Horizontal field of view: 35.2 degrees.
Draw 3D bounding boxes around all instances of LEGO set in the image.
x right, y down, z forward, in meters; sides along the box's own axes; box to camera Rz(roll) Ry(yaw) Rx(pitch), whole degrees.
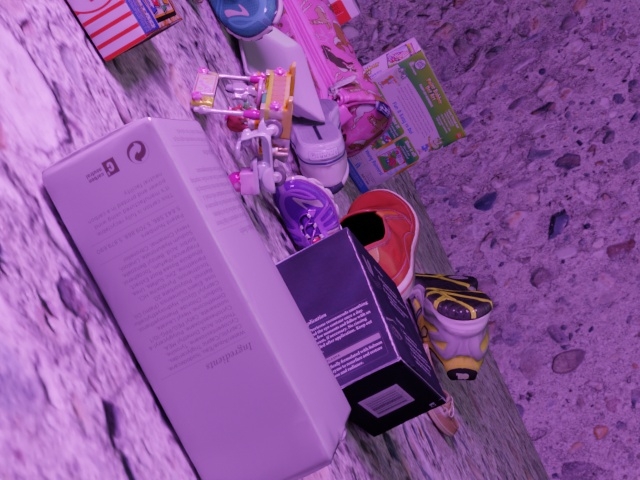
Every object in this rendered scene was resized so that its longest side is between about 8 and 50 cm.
[{"bbox_3d":[-0.085,-0.140,1.131,0.287,0.107,0.132,-95,-170,-77],"label":"LEGO set"}]

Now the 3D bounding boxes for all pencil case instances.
[{"bbox_3d":[-0.013,-0.329,1.765,0.160,0.167,0.386,-4,58,-35],"label":"pencil case"}]

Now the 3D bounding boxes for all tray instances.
[{"bbox_3d":[-0.074,-0.269,1.537,0.145,0.030,0.270,29,26,-26],"label":"tray"}]

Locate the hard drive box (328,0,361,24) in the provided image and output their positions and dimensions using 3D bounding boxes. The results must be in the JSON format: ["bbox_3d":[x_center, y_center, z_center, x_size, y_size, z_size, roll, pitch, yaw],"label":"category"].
[{"bbox_3d":[-0.055,-0.501,1.936,0.232,0.181,0.089,57,11,-22],"label":"hard drive box"}]

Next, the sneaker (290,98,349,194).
[{"bbox_3d":[-0.010,-0.144,1.518,0.258,0.094,0.091,-96,180,-65],"label":"sneaker"}]

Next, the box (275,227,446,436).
[{"bbox_3d":[0.041,0.097,1.032,0.156,0.093,0.158,47,19,-56],"label":"box"}]

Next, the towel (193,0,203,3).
[{"bbox_3d":[-0.198,-0.388,1.334,0.110,0.027,0.148,49,15,-56],"label":"towel"}]

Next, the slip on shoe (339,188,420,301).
[{"bbox_3d":[0.073,-0.009,1.451,0.101,0.123,0.331,54,16,-18],"label":"slip on shoe"}]

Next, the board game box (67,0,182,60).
[{"bbox_3d":[-0.193,-0.245,0.906,0.147,0.045,0.193,59,10,-13],"label":"board game box"}]

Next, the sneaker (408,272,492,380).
[{"bbox_3d":[0.226,0.146,1.856,0.385,0.145,0.147,-70,162,-80],"label":"sneaker"}]

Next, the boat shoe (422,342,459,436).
[{"bbox_3d":[0.171,0.223,1.493,0.153,0.048,0.056,60,10,-12],"label":"boat shoe"}]

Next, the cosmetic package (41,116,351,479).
[{"bbox_3d":[-0.072,0.040,0.640,0.231,0.085,0.117,64,10,-1],"label":"cosmetic package"}]

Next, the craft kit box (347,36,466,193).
[{"bbox_3d":[0.131,-0.240,1.983,0.250,0.246,0.061,54,14,-43],"label":"craft kit box"}]

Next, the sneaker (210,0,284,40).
[{"bbox_3d":[-0.151,-0.396,1.446,0.275,0.107,0.110,56,18,22],"label":"sneaker"}]

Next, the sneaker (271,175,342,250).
[{"bbox_3d":[0.000,0.000,1.179,0.170,0.068,0.071,59,16,-21],"label":"sneaker"}]
